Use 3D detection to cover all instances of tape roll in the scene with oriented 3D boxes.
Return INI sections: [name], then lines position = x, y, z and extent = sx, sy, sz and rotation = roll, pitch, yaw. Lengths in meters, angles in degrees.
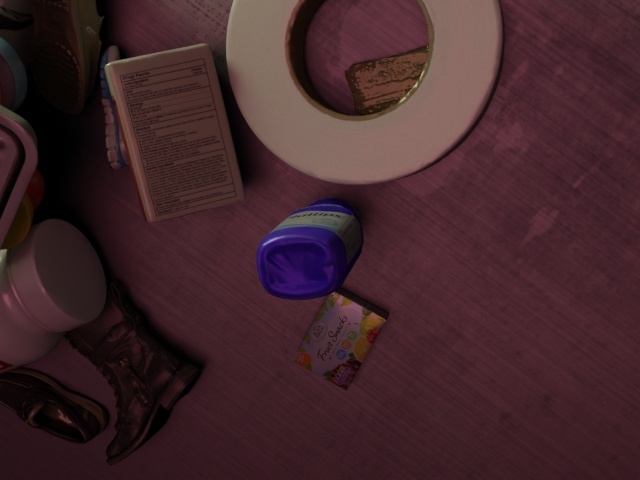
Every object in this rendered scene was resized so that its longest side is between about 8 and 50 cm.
[tape roll]
position = 0.059, -0.272, 1.123
extent = 0.392, 0.072, 0.391
rotation = 2, 96, 16

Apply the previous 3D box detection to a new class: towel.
[towel]
position = 0.117, -0.218, 1.174
extent = 0.148, 0.027, 0.110
rotation = -12, 102, 14

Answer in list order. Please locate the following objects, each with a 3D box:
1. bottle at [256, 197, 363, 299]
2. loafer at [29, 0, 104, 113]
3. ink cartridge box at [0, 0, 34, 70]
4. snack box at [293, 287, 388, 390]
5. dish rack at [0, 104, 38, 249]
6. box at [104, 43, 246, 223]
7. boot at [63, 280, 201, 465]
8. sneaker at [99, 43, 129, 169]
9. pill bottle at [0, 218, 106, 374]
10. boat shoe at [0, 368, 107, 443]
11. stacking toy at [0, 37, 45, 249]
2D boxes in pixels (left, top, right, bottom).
[bottle]
position = 0.000, 0.000, 1.120
extent = 0.118, 0.283, 0.092
rotation = -3, 104, 14
[loafer]
position = -0.371, -0.310, 1.205
extent = 0.102, 0.092, 0.268
rotation = 26, 135, 11
[ink cartridge box]
position = -0.571, -0.380, 1.207
extent = 0.286, 0.166, 0.394
rotation = 32, 109, 2
[snack box]
position = 0.032, 0.154, 1.282
extent = 0.100, 0.037, 0.141
rotation = 28, 108, 5
[dish rack]
position = -0.537, -0.087, 1.075
extent = 0.286, 0.072, 0.332
rotation = 29, 119, -10
[box]
position = -0.215, -0.156, 1.185
extent = 0.149, 0.127, 0.232
rotation = -15, 101, -14
[boot]
position = -0.346, 0.225, 1.367
extent = 0.229, 0.091, 0.263
rotation = 40, 105, 6
[sneaker]
position = -0.296, -0.209, 1.254
extent = 0.083, 0.071, 0.190
rotation = -6, 103, -6
[pill bottle]
position = -0.565, 0.115, 1.301
extent = 0.408, 0.229, 0.228
rotation = -21, 99, 16
[boat shoe]
position = -0.486, 0.291, 1.410
extent = 0.224, 0.073, 0.080
rotation = 22, 107, 6
[stacking toy]
position = -0.540, -0.156, 1.152
extent = 0.280, 0.130, 0.308
rotation = 4, 120, 4
